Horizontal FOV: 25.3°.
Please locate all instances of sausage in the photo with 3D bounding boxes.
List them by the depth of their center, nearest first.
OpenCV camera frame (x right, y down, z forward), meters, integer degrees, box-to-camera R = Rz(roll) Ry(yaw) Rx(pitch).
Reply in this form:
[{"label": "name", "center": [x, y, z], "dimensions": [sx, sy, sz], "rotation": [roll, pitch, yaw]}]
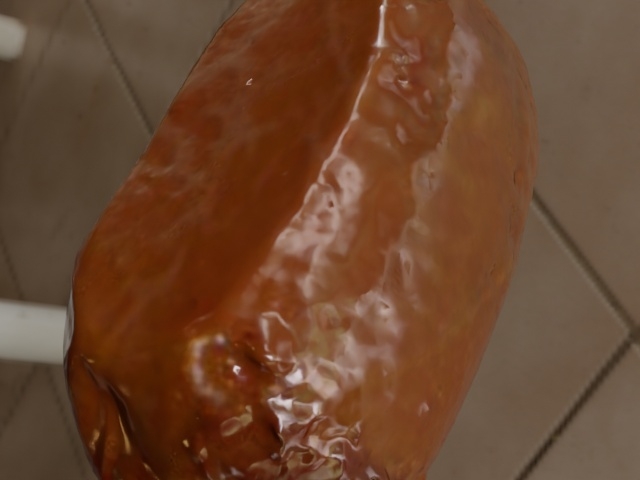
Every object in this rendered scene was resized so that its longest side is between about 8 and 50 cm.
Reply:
[{"label": "sausage", "center": [0.001, 0.001, 0.575], "dimensions": [0.153, 0.141, 0.268], "rotation": [2, 55, 35]}]
